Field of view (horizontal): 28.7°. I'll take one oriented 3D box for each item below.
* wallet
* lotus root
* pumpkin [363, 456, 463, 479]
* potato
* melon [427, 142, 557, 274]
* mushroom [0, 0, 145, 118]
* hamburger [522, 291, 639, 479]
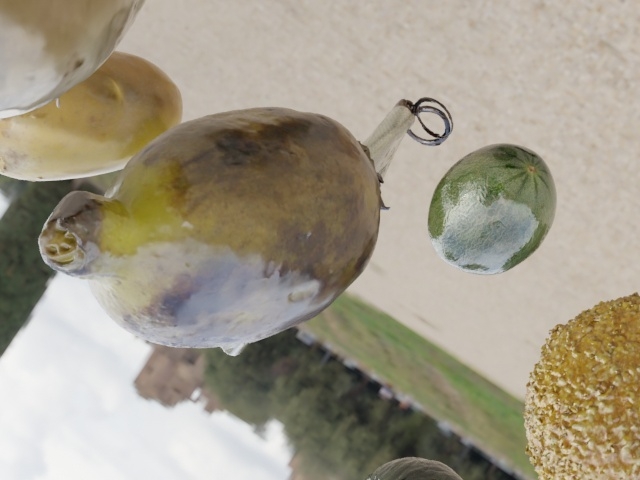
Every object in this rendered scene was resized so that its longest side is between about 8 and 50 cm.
[{"bbox_3d":[-0.001,-0.003,1.383,0.068,0.275,0.335,43,145,7],"label":"wallet"},{"bbox_3d":[-0.060,-0.005,0.857,0.314,0.169,0.141,-14,-127,-48],"label":"lotus root"},{"bbox_3d":[0.118,0.382,1.599,0.152,0.212,0.211,28,-179,-27],"label":"pumpkin"},{"bbox_3d":[-0.257,-0.137,1.340,0.150,0.233,0.146,64,153,17],"label":"potato"},{"bbox_3d":[0.162,-0.028,1.199,0.114,0.114,0.167,33,151,2],"label":"melon"},{"bbox_3d":[-0.228,-0.154,0.647,0.292,0.292,0.290,33,136,2],"label":"mushroom"},{"bbox_3d":[0.364,0.202,1.375,0.179,0.276,0.294,28,-137,-61],"label":"hamburger"}]
